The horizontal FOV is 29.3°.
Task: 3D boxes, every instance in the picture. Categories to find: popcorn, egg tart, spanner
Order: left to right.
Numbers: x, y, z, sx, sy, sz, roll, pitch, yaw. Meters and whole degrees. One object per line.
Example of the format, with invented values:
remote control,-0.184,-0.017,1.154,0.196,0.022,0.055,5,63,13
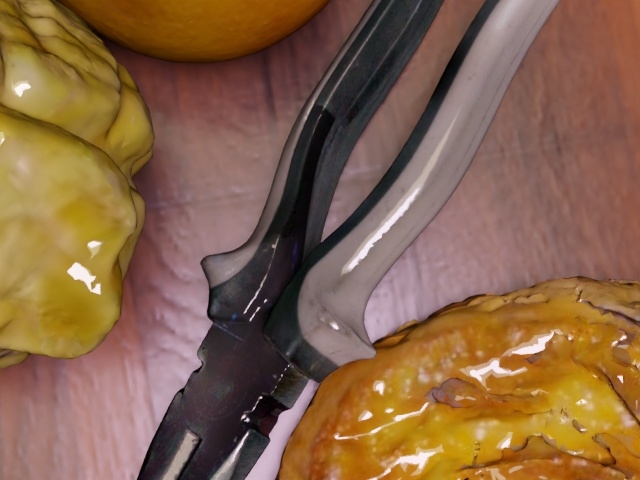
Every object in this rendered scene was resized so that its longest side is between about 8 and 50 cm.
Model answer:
popcorn,-0.179,-0.032,0.469,0.235,0.216,0.181,42,101,35
spanner,0.000,0.000,0.542,0.095,0.040,0.325,22,77,40
egg tart,0.107,0.152,0.486,0.297,0.132,0.297,-13,48,14

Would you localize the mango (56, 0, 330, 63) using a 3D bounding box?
mango,-0.086,-0.192,0.522,0.254,0.139,0.175,44,114,6
